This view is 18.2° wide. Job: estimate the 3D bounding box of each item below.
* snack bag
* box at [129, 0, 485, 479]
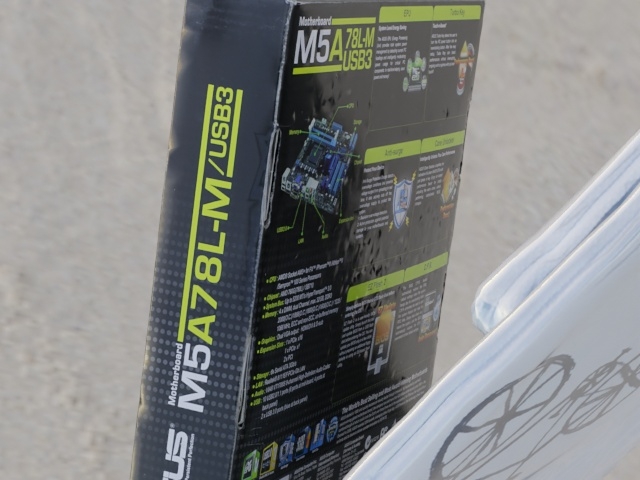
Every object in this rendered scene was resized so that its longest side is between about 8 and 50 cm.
[{"bbox_3d":[0.124,0.020,0.730,0.037,0.323,0.342,49,114,17],"label":"snack bag"},{"bbox_3d":[0.000,0.000,0.719,0.045,0.190,0.184,9,101,22],"label":"box"}]
